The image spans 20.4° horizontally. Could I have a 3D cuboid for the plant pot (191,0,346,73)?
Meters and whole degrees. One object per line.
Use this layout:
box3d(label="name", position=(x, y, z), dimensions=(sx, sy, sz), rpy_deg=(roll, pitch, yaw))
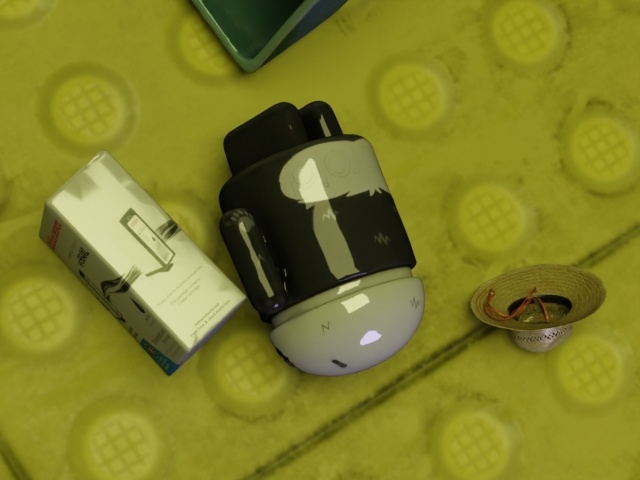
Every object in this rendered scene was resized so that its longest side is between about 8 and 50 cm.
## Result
box3d(label="plant pot", position=(-0.012, -0.374, 1.874), dimensions=(0.252, 0.248, 0.247), rpy_deg=(-34, 85, -37))

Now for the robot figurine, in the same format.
box3d(label="robot figurine", position=(-0.003, 0.001, 1.808), dimensions=(0.209, 0.173, 0.278), rpy_deg=(-18, 81, -14))

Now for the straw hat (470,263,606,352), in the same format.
box3d(label="straw hat", position=(0.234, 0.085, 1.897), dimensions=(0.144, 0.144, 0.061), rpy_deg=(-18, 119, -17))

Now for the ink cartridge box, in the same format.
box3d(label="ink cartridge box", position=(-0.182, 0.024, 1.768), dimensions=(0.203, 0.148, 0.086), rpy_deg=(46, 72, 2))
